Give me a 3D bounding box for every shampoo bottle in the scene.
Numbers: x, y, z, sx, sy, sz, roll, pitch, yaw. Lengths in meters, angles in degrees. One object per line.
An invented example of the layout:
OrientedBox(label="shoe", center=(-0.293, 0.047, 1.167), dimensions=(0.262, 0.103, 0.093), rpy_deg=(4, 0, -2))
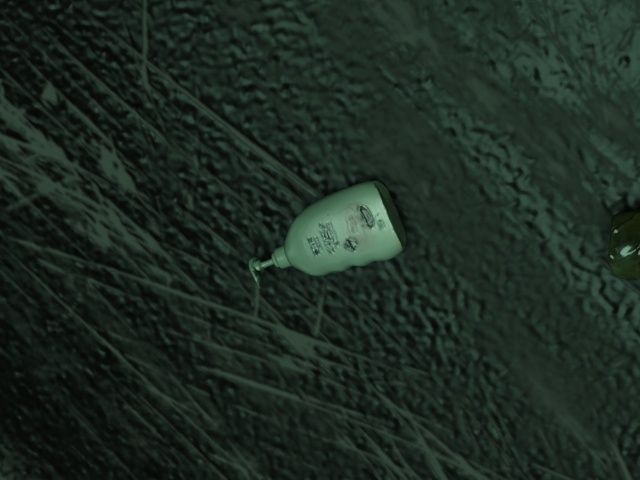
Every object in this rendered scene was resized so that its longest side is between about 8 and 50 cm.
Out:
OrientedBox(label="shampoo bottle", center=(0.000, 0.000, 1.299), dimensions=(0.152, 0.045, 0.077), rpy_deg=(-20, 97, 18))

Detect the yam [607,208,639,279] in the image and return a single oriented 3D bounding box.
OrientedBox(label="yam", center=(0.407, -0.013, 1.183), dimensions=(0.317, 0.067, 0.071), rpy_deg=(-7, 102, 17))
